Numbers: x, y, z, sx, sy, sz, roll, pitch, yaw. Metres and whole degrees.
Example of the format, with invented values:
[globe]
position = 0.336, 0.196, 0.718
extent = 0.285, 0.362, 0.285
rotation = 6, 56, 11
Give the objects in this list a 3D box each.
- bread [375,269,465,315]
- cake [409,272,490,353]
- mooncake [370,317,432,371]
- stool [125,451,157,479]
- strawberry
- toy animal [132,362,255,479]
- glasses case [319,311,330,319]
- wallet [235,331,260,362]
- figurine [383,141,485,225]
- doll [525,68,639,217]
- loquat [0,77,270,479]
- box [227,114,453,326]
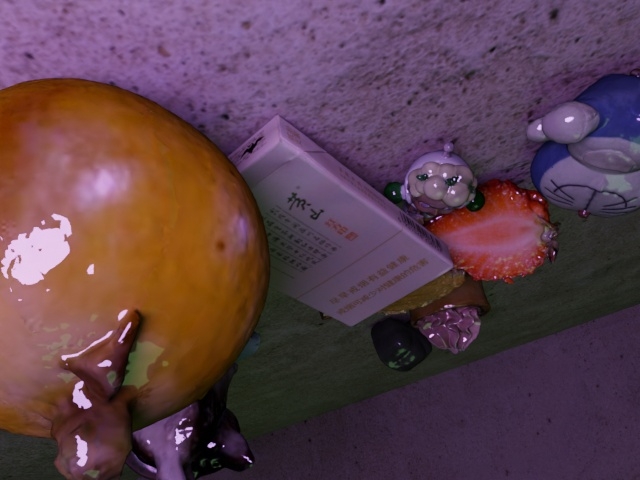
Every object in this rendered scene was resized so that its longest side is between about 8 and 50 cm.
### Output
[bread]
position = 0.146, 0.055, 1.089
extent = 0.245, 0.121, 0.174
rotation = 6, 140, -35
[cake]
position = 0.319, 0.176, 1.422
extent = 0.207, 0.178, 0.185
rotation = -22, 156, 3
[mooncake]
position = 0.227, 0.277, 1.662
extent = 0.104, 0.168, 0.175
rotation = -49, 175, 31
[stool]
position = -0.346, 0.427, 1.438
extent = 0.271, 0.272, 0.178
rotation = -17, 172, -1
[strawberry]
position = 0.276, -0.023, 1.009
extent = 0.235, 0.175, 0.107
rotation = 17, -170, 2
[toy animal]
position = -0.236, 0.357, 1.099
extent = 0.194, 0.303, 0.344
rotation = -17, 153, 4
[glasses case]
position = 0.082, 0.140, 1.342
extent = 0.169, 0.041, 0.065
rotation = -14, 158, -9
[wallet]
position = -0.255, 0.219, 1.247
extent = 0.176, 0.075, 0.250
rotation = -27, 154, 13
[figurine]
position = 0.164, -0.064, 0.867
extent = 0.147, 0.094, 0.197
rotation = 5, 156, -1
[doll]
position = 0.400, -0.119, 0.842
extent = 0.228, 0.154, 0.258
rotation = 14, 152, 12
[loquat]
position = -0.202, 0.040, 0.528
extent = 0.328, 0.360, 0.329
rotation = -13, 139, -12
[box]
position = -0.001, -0.001, 0.805
extent = 0.204, 0.051, 0.365
rotation = -34, 136, 27
